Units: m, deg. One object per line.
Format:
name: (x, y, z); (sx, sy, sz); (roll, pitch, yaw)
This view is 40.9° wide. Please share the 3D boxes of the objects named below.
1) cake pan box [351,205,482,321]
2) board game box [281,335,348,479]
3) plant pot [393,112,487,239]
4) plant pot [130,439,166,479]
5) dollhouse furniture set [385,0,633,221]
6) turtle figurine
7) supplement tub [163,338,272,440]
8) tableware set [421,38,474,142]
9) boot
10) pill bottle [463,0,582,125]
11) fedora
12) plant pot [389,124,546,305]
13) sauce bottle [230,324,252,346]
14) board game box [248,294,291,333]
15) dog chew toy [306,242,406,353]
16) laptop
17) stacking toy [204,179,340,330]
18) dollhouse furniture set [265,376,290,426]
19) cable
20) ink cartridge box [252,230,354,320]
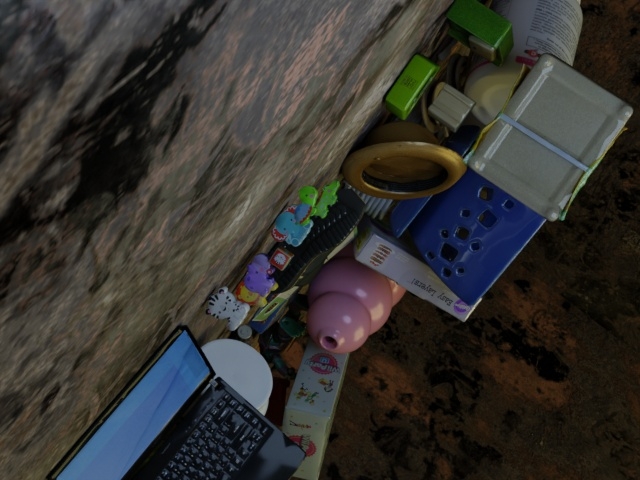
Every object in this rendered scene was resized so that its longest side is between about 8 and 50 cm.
cake pan box: (0.175, 0.023, 1.655); (0.070, 0.267, 0.246); (-54, -164, 21)
board game box: (-0.005, 0.324, 1.852); (0.303, 0.097, 0.224); (-72, 173, -50)
plant pot: (0.286, -0.163, 1.804); (0.323, 0.323, 0.280); (97, 14, -80)
plant pot: (-0.241, 0.435, 1.224); (0.276, 0.276, 0.254); (-50, 179, -21)
dollhouse furniture set: (0.272, -0.186, 1.249); (0.197, 0.301, 0.151); (-55, 172, 7)
turtle figurine: (-0.080, 0.225, 1.898); (0.234, 0.118, 0.175); (113, -14, -49)
supplement tub: (-0.163, 0.250, 1.285); (0.144, 0.144, 0.200); (-47, 172, -45)
tableware set: (0.220, -0.248, 1.422); (0.194, 0.039, 0.128); (-50, 131, -43)
boot: (0.000, 0.000, 1.308); (0.198, 0.077, 0.137); (-40, 166, 15)
pill bottle: (0.349, -0.334, 1.443); (0.160, 0.160, 0.283); (118, -6, -62)
fedora: (0.129, -0.132, 1.340); (0.194, 0.194, 0.079); (117, -25, -64)
plant pot: (0.262, -0.062, 1.500); (0.236, 0.212, 0.236); (-54, 178, 23)
sauce bottle: (-0.145, 0.184, 1.567); (0.042, 0.042, 0.128); (-50, 172, -23)
board game box: (-0.056, 0.085, 1.708); (0.201, 0.035, 0.136); (-53, 175, 14)
dog chew toy: (0.066, 0.108, 1.786); (0.206, 0.206, 0.332); (-56, -177, 39)
laptop: (-0.160, 0.277, 1.059); (0.234, 0.264, 0.136); (-50, -171, -21)
stacking toy: (-0.059, 0.010, 1.127); (0.221, 0.052, 0.167); (-55, 176, 11)
dollhouse furniture set: (-0.186, 0.481, 1.829); (0.201, 0.152, 0.374); (123, -20, -46)
cable: (0.146, -0.156, 1.537); (0.257, 0.089, 0.257); (-54, 174, 18)
ink cartridge box: (-0.037, 0.041, 1.479); (0.235, 0.056, 0.171); (-41, 174, -1)
